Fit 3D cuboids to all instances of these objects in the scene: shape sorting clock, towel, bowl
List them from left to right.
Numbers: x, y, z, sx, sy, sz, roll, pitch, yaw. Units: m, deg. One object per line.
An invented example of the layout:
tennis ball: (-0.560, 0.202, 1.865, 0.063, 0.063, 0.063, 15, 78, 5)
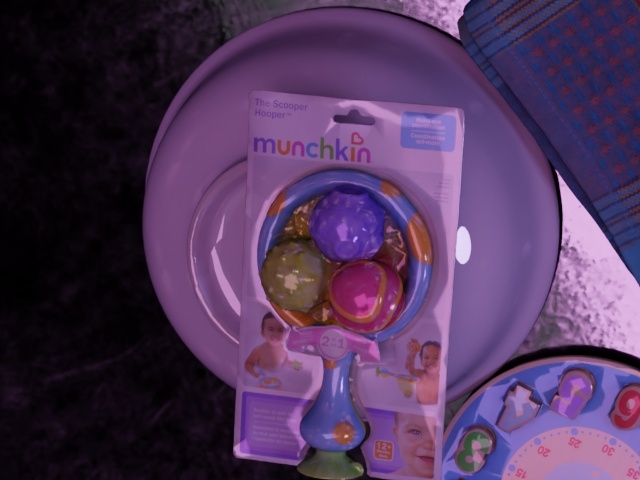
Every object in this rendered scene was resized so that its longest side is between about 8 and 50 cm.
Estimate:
bowl: (0.000, 0.000, 1.206, 0.298, 0.134, 0.297, 4, 105, 16)
shape sorting clock: (0.176, 0.180, 1.244, 0.206, 0.040, 0.206, 4, 105, 16)
towel: (0.253, -0.099, 1.050, 0.271, 0.040, 0.370, 56, 145, -1)

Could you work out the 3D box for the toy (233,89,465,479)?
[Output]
toy: (0.010, 0.034, 1.109, 0.137, 0.056, 0.237, 6, 105, 15)
